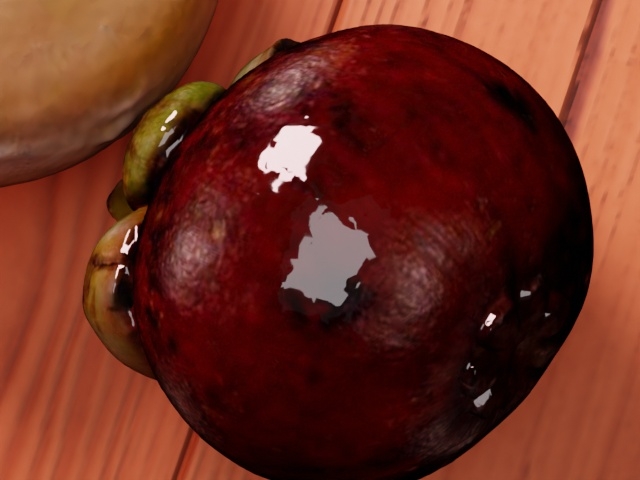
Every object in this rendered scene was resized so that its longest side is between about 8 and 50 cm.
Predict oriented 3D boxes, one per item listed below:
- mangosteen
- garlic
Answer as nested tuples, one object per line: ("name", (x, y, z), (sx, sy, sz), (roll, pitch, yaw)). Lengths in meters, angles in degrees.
("mangosteen", (0.000, 0.000, 0.645), (0.199, 0.200, 0.200), (-1, 84, 6))
("garlic", (-0.115, -0.128, 0.667), (0.145, 0.164, 0.245), (19, 80, 25))
